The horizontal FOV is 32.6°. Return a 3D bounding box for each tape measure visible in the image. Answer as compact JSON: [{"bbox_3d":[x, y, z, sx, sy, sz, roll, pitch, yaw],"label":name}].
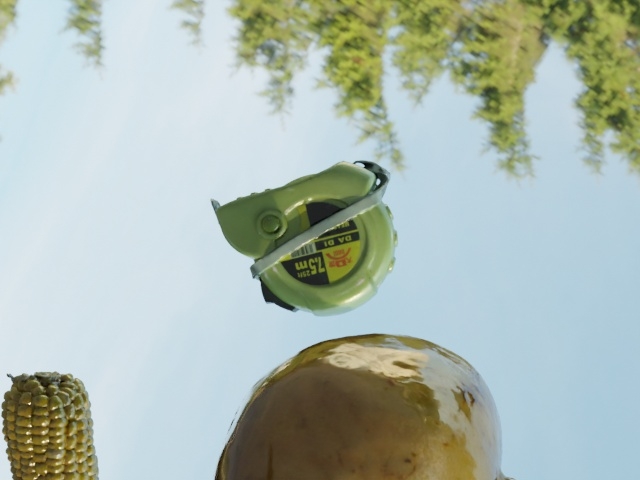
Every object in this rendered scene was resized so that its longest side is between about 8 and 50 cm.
[{"bbox_3d":[0.000,0.000,1.096,0.177,0.087,0.154,-21,-96,5],"label":"tape measure"}]

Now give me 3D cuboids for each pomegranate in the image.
[{"bbox_3d":[0.036,0.185,0.805,0.248,0.248,0.248,-27,-128,41],"label":"pomegranate"}]

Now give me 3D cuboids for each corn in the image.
[{"bbox_3d":[-0.289,0.296,1.191,0.102,0.102,0.313,1,-85,51],"label":"corn"}]
